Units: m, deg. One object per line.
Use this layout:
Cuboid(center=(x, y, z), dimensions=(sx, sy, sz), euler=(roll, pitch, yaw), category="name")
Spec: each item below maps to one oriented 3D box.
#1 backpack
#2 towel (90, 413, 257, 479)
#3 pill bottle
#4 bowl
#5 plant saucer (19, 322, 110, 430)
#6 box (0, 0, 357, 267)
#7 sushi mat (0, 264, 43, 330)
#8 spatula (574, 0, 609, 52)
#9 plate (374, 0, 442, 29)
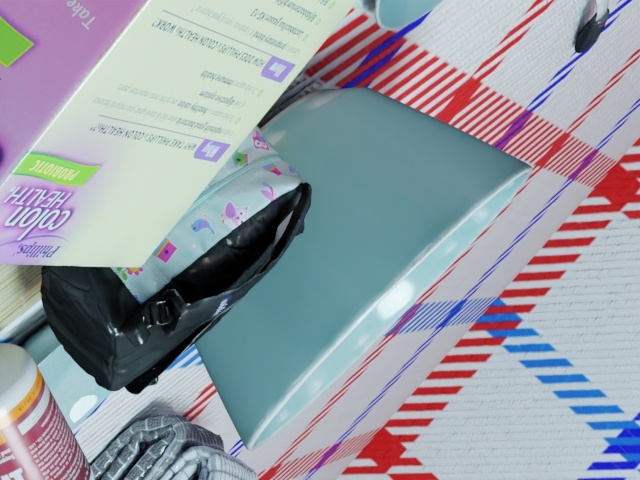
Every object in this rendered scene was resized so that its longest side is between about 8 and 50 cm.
Cuboid(center=(-0.091, -0.001, 1.008), dimensions=(0.182, 0.115, 0.152), euler=(-42, 177, -21), category="backpack")
Cuboid(center=(-0.206, 0.309, 1.628), dimensions=(0.284, 0.121, 0.235), euler=(-48, 168, -5), category="towel")
Cuboid(center=(-0.207, 0.152, 1.078), dimensions=(0.086, 0.086, 0.152), euler=(-40, 125, -27), category="pill bottle")
Cuboid(center=(0.000, 0.000, 1.231), dimensions=(0.311, 0.163, 0.311), euler=(-45, 172, -8), category="bowl")
Cuboid(center=(-0.207, 0.105, 1.202), dimensions=(0.195, 0.037, 0.195), euler=(-43, 166, -13), category="plant saucer")
Cuboid(center=(-0.094, -0.114, 0.750), dimensions=(0.243, 0.117, 0.213), euler=(-50, 166, 10), category="box")
Cuboid(center=(-0.150, -0.024, 1.048), dimensions=(0.316, 0.019, 0.151), euler=(-40, 166, -28), category="sushi mat")
Cuboid(center=(0.307, -0.263, 1.743), dimensions=(0.084, 0.030, 0.296), euler=(-44, 167, -7), category="spatula")
Cuboid(center=(0.100, -0.239, 1.190), dimensions=(0.188, 0.024, 0.188), euler=(-44, 165, -14), category="plate")
